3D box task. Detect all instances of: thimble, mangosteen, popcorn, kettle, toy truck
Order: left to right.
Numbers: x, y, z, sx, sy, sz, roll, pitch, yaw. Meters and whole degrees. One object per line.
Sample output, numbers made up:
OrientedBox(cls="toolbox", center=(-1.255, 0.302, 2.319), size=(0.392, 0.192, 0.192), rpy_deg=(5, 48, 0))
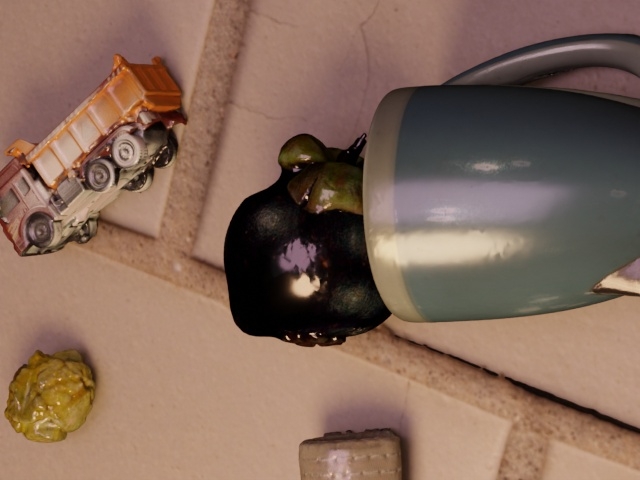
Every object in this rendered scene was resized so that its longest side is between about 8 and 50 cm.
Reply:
OrientedBox(cls="popcorn", center=(-0.337, 0.192, 2.195), size=(0.120, 0.106, 0.116), rpy_deg=(-11, 94, 28))
OrientedBox(cls="toy truck", center=(-0.282, -0.100, 2.161), size=(0.270, 0.114, 0.135), rpy_deg=(-41, 75, 22))
OrientedBox(cls="mangosteen", center=(0.000, 0.000, 1.955), size=(0.243, 0.243, 0.243), rpy_deg=(0, 90, 28))
OrientedBox(cls="thimble", center=(0.034, 0.259, 1.999), size=(0.115, 0.102, 0.090), rpy_deg=(-5, 87, -1))
OrientedBox(cls="kettle", center=(0.244, -0.077, 1.831), size=(0.342, 0.247, 0.320), rpy_deg=(-3, 63, 21))
